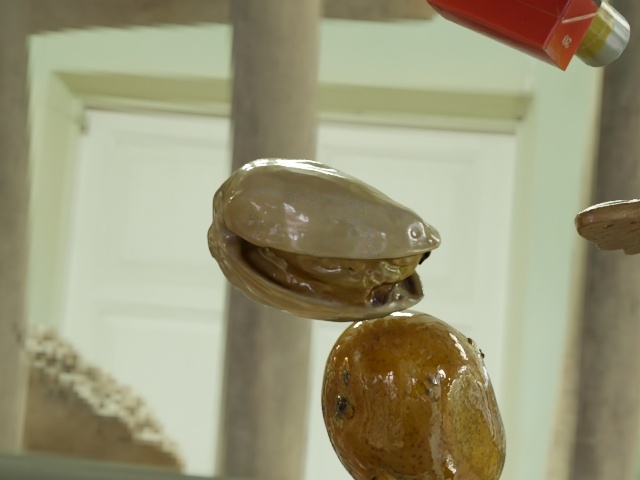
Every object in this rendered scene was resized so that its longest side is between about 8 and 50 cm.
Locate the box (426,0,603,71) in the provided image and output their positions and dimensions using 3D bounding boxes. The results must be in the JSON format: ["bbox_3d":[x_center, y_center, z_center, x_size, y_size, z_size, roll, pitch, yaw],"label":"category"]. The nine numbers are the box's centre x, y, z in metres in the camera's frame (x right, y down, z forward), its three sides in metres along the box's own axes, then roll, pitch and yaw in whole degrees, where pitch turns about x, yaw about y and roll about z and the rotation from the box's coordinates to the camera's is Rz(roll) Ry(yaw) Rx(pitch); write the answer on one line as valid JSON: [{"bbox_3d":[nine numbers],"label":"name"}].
[{"bbox_3d":[0.147,-0.197,1.067,0.100,0.152,0.048,29,2,35],"label":"box"}]

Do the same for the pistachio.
[{"bbox_3d":[0.000,0.000,1.631,0.229,0.157,0.157,15,-7,4],"label":"pistachio"}]

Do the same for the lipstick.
[{"bbox_3d":[0.177,-0.239,1.477,0.264,0.059,0.059,31,-22,-37],"label":"lipstick"}]

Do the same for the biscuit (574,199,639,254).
[{"bbox_3d":[0.344,-0.020,1.694,0.250,0.035,0.162,0,-22,-42],"label":"biscuit"}]

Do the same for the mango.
[{"bbox_3d":[0.111,0.206,1.837,0.160,0.191,0.290,-7,-37,37],"label":"mango"}]
